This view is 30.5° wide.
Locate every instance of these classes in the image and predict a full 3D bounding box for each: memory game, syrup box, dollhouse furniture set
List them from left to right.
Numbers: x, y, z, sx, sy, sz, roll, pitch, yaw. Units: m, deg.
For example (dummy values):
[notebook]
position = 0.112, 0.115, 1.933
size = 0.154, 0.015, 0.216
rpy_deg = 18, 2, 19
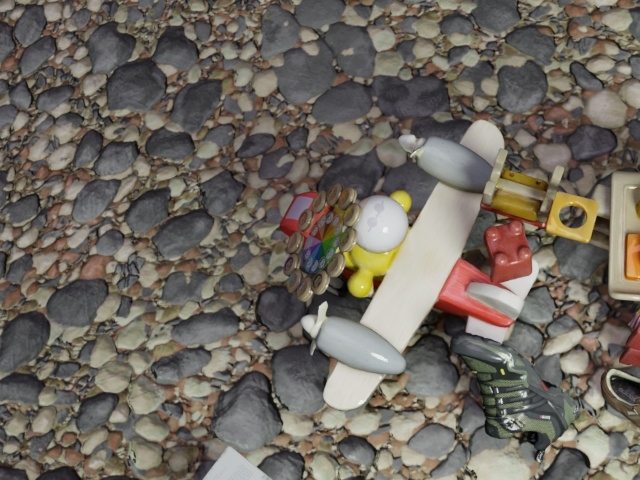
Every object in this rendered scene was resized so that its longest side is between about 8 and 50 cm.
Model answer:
[syrup box]
position = -0.071, 0.416, 1.746
size = 0.237, 0.096, 0.093
rpy_deg = 31, 77, 33
[memory game]
position = 0.000, 0.000, 1.723
size = 0.186, 0.012, 0.186
rpy_deg = -39, 38, 40
[dollhouse furniture set]
position = 0.394, 0.039, 1.675
size = 0.374, 0.152, 0.201
rpy_deg = 19, 70, 12

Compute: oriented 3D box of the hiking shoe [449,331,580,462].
[hiking shoe]
position = 0.262, 0.221, 1.663
size = 0.114, 0.227, 0.086
rpy_deg = -55, 13, -8

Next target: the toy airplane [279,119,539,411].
[toy airplane]
position = 0.134, 0.029, 1.769
size = 0.385, 0.272, 0.386
rpy_deg = -21, 59, 11

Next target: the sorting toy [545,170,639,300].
[sorting toy]
position = 0.481, -0.009, 1.578
size = 0.348, 0.047, 0.195
rpy_deg = 4, 68, 7

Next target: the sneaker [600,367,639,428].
[sneaker]
position = 0.470, 0.242, 1.638
size = 0.188, 0.071, 0.066
rpy_deg = 30, 77, 32
